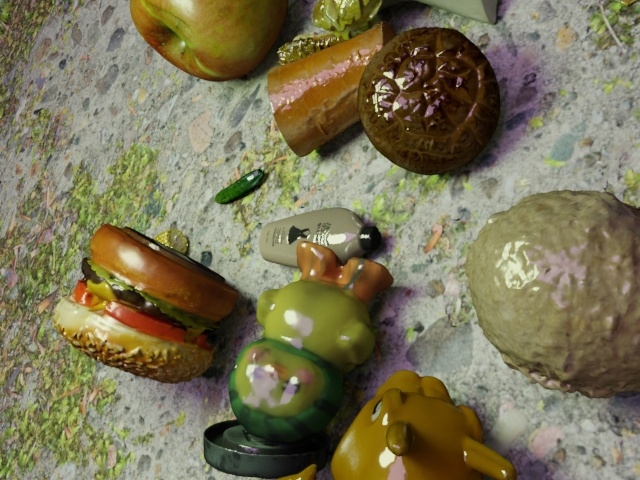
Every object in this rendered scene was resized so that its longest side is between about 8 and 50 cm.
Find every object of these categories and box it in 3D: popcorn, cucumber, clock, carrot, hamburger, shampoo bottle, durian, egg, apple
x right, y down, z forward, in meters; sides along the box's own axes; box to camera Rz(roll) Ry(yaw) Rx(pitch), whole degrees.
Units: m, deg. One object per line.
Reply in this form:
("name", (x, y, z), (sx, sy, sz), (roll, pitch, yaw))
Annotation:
("popcorn", (0.055, -0.455, 1.291), (0.145, 0.126, 0.126), (-2, 93, 64))
("cucumber", (-0.178, -0.117, 1.487), (0.167, 0.039, 0.039), (-27, 58, 30))
("clock", (-0.091, 0.347, 1.128), (0.214, 0.214, 0.042), (4, 89, 38))
("carrot", (0.044, -0.292, 1.311), (0.254, 0.196, 0.196), (-19, 62, 20))
("hamburger", (-0.343, 0.134, 1.335), (0.329, 0.330, 0.250), (26, 85, 41))
("shampoo bottle", (0.000, 0.000, 1.279), (0.256, 0.078, 0.127), (-3, 68, 34))
("durian", (-0.017, -0.399, 1.427), (0.224, 0.078, 0.141), (-24, 65, 40))
("egg", (0.341, 0.066, 0.881), (0.310, 0.279, 0.279), (32, 93, 28))
("apple", (-0.243, -0.538, 1.516), (0.339, 0.339, 0.340), (-14, 65, 33))

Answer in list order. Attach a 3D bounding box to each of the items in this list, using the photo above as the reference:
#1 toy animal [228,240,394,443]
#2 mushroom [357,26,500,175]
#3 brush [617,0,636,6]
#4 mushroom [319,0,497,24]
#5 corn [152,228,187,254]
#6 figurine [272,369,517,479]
("toy animal", (-0.020, 0.184, 1.139), (0.215, 0.191, 0.338), (18, 65, 20))
("mushroom", (0.184, -0.240, 1.150), (0.252, 0.153, 0.253), (0, 91, 10))
("brush", (0.548, -0.388, 1.055), (0.083, 0.011, 0.205), (-53, 51, 8))
("mushroom", (0.161, -0.511, 1.325), (0.396, 0.126, 0.178), (12, 103, 41))
("corn", (-0.415, 0.061, 1.571), (0.248, 0.081, 0.081), (-32, 56, 23))
("figurine", (0.110, 0.408, 0.919), (0.401, 0.267, 0.388), (32, 107, 51))
